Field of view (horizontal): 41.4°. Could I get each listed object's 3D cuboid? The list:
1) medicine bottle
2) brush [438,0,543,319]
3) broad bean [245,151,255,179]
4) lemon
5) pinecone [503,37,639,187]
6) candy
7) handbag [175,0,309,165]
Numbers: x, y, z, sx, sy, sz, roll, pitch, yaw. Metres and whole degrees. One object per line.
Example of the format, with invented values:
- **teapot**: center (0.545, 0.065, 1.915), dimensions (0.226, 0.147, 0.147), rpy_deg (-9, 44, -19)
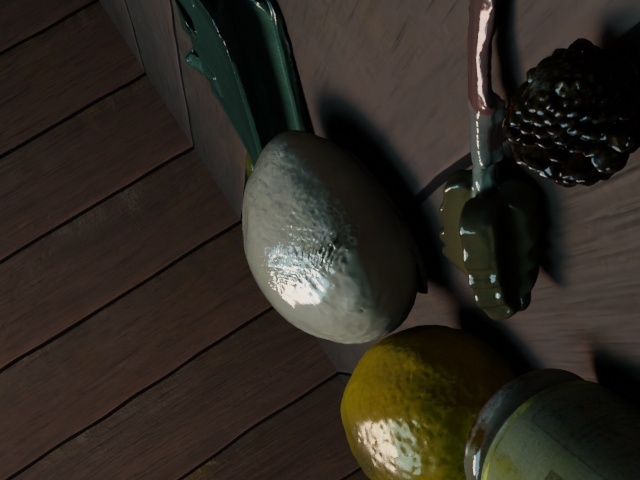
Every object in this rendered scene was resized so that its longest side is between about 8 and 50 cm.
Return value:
- **medicine bottle**: center (0.241, 0.220, 0.601), dimensions (0.151, 0.151, 0.322), rpy_deg (62, 170, -26)
- **brush**: center (0.119, -0.055, 0.618), dimensions (0.084, 0.071, 0.301), rpy_deg (54, 165, 40)
- **broad bean**: center (-0.053, -0.112, 1.330), dimensions (0.153, 0.072, 0.206), rpy_deg (57, 159, -12)
- **lemon**: center (0.130, 0.197, 0.964), dimensions (0.204, 0.204, 0.260), rpy_deg (59, 157, -11)
- **pinecone**: center (0.139, -0.063, 0.455), dimensions (0.083, 0.077, 0.077), rpy_deg (30, -163, -53)
- **candy**: center (0.000, 0.000, 1.016), dimensions (0.295, 0.185, 0.295), rpy_deg (56, 173, 10)
- **handbag**: center (-0.118, -0.249, 1.126), dimensions (0.238, 0.089, 0.326), rpy_deg (53, 170, 31)
